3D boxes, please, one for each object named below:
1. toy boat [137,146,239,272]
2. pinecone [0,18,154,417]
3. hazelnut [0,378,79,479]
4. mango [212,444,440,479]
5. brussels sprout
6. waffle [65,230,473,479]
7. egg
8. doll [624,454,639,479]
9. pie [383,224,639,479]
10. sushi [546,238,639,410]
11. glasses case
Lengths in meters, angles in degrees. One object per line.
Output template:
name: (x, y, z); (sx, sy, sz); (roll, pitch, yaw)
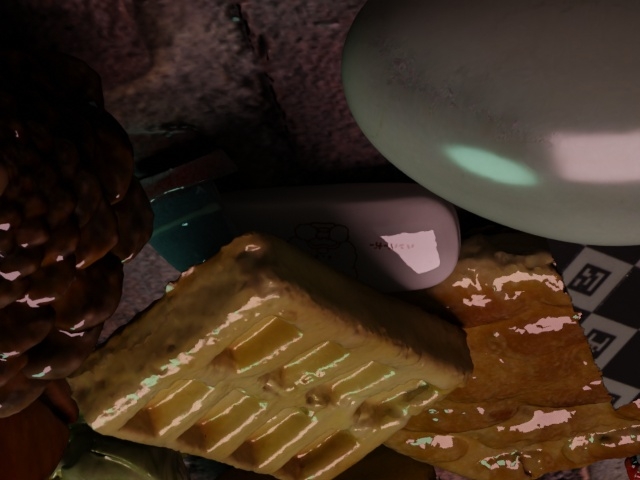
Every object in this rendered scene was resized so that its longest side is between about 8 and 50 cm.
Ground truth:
toy boat: (-0.076, 0.004, 1.220); (0.096, 0.034, 0.122); (-18, 103, 30)
pinecone: (-0.225, -0.008, 1.090); (0.244, 0.244, 0.309); (5, 159, -10)
hazelnut: (-0.283, 0.108, 1.315); (0.208, 0.208, 0.208); (-1, 147, -1)
mango: (-0.012, 0.245, 1.563); (0.248, 0.151, 0.156); (-25, 123, 8)
brussels sprout: (-0.186, 0.181, 1.500); (0.139, 0.100, 0.181); (-21, 155, 34)
waffle: (-0.023, 0.088, 1.203); (0.168, 0.057, 0.274); (-35, 147, 21)
egg: (0.143, -0.090, 1.014); (0.264, 0.183, 0.183); (6, 147, 0)
doll: (0.327, 0.168, 1.538); (0.104, 0.062, 0.195); (12, 151, -19)
pie: (0.155, 0.087, 1.389); (0.339, 0.083, 0.339); (0, 146, 0)
sushi: (0.283, 0.023, 1.232); (0.219, 0.047, 0.231); (-25, 134, 4)
glasses case: (0.000, 0.000, 1.247); (0.193, 0.049, 0.074); (-1, 117, 12)
